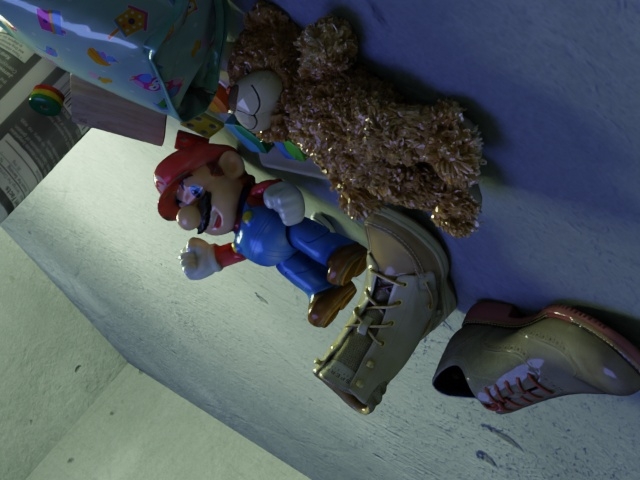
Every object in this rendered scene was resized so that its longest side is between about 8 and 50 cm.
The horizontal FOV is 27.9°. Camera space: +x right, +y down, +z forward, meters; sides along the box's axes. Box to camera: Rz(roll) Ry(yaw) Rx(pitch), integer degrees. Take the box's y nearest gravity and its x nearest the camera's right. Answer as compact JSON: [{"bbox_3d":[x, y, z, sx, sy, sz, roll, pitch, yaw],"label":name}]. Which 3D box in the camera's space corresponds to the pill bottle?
[{"bbox_3d":[-0.505,-0.151,1.950,0.204,0.361,0.204,37,163,13],"label":"pill bottle"}]

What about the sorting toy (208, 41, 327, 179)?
[{"bbox_3d":[-0.083,-0.155,1.579,0.193,0.038,0.208,16,150,55],"label":"sorting toy"}]

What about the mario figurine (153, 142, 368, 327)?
[{"bbox_3d":[-0.105,-0.006,1.728,0.320,0.198,0.170,34,-175,17],"label":"mario figurine"}]

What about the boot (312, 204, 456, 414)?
[{"bbox_3d":[0.066,0.089,1.581,0.095,0.203,0.262,31,162,28],"label":"boot"}]

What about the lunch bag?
[{"bbox_3d":[-0.221,-0.239,1.382,0.223,0.160,0.262,22,168,9],"label":"lunch bag"}]

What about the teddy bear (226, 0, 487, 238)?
[{"bbox_3d":[0.028,-0.115,1.318,0.338,0.113,0.245,38,161,10],"label":"teddy bear"}]

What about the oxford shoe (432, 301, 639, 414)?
[{"bbox_3d":[0.250,0.155,1.479,0.123,0.130,0.348,45,163,-14],"label":"oxford shoe"}]

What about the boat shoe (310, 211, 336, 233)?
[{"bbox_3d":[0.000,0.000,1.795,0.035,0.035,0.100,31,158,27],"label":"boat shoe"}]

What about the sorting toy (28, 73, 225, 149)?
[{"bbox_3d":[-0.263,-0.193,1.769,0.274,0.046,0.132,16,154,-2],"label":"sorting toy"}]
